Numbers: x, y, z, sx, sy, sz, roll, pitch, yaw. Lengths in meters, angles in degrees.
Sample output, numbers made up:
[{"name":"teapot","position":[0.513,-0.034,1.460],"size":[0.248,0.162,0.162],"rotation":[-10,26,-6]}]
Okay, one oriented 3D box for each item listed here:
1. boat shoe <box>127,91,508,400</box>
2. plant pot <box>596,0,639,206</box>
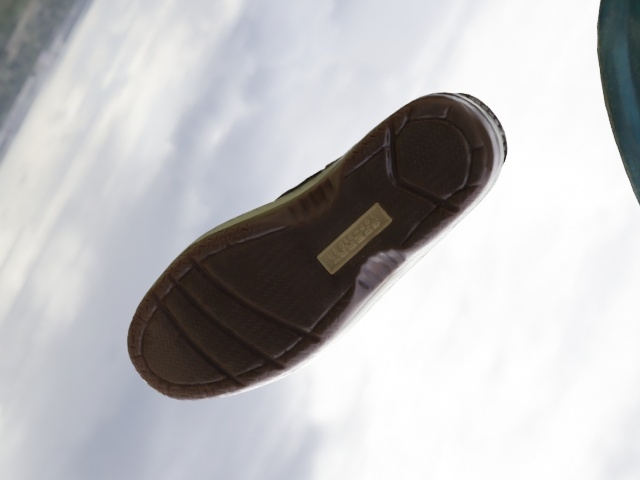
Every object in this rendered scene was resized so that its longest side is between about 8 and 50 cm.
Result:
[{"name":"boat shoe","position":[0.005,0.007,1.037],"size":[0.257,0.095,0.095],"rotation":[-33,180,20]},{"name":"plant pot","position":[0.364,-0.101,0.822],"size":[0.334,0.341,0.341],"rotation":[-38,-156,43]}]
